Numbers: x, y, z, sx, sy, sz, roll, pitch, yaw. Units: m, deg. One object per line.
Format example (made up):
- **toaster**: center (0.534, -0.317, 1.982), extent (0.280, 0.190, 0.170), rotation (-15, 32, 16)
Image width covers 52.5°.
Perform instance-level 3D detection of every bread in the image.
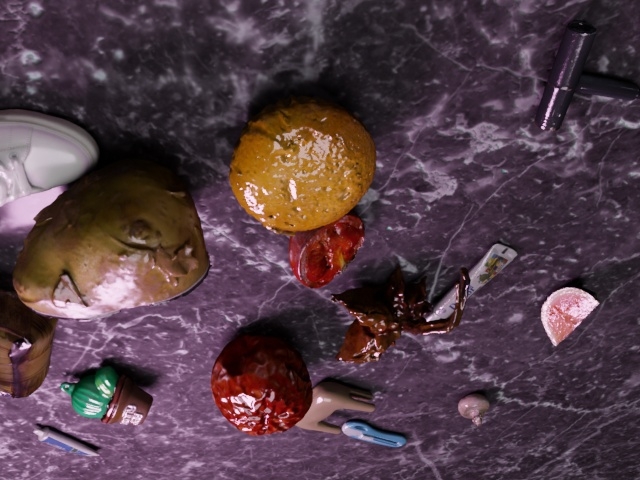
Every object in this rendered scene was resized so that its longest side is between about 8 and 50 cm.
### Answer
- **bread**: center (-0.027, -0.125, 1.019), extent (0.240, 0.139, 0.239), rotation (-5, 136, -5)

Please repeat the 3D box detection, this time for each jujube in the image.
- **jujube**: center (-0.128, 0.319, 1.419), extent (0.213, 0.213, 0.232), rotation (-20, 133, 11)

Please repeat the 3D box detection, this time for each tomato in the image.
- **tomato**: center (0.000, 0.000, 1.190), extent (0.159, 0.091, 0.139), rotation (-45, 141, -2)

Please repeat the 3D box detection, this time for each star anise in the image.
- **star anise**: center (0.161, 0.140, 1.315), extent (0.346, 0.148, 0.237), rotation (-30, 135, 34)

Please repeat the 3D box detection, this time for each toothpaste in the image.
- **toothpaste**: center (-0.648, 0.515, 1.650), extent (0.057, 0.034, 0.197), rotation (-14, 139, 29)
- **toothpaste**: center (0.308, 0.098, 1.374), extent (0.067, 0.037, 0.255), rotation (23, 124, -28)

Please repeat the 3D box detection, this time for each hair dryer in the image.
- **hair dryer**: center (0.454, -0.261, 1.028), extent (0.195, 0.050, 0.173), rotation (-6, 137, -9)

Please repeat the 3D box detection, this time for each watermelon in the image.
- **watermelon**: center (0.553, 0.149, 1.442), extent (0.069, 0.087, 0.163), rotation (-17, 147, -39)

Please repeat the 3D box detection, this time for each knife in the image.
- **knife**: center (0.151, 0.540, 1.797), extent (0.222, 0.031, 0.064), rotation (24, 123, -30)

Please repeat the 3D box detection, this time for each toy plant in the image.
- **toy plant**: center (-0.480, 0.347, 1.459), extent (0.200, 0.105, 0.142), rotation (24, 120, -15)

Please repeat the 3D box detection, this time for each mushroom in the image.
- **mushroom**: center (0.406, 0.447, 1.709), extent (0.085, 0.079, 0.085), rotation (-2, 136, -2)

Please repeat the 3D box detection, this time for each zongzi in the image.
- **zongzi**: center (-0.666, 0.171, 1.246), extent (0.300, 0.138, 0.286), rotation (22, 137, -10)

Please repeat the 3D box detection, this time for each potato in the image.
- **potato**: center (-0.338, -0.020, 1.019), extent (0.300, 0.246, 0.196), rotation (-12, 126, -6)

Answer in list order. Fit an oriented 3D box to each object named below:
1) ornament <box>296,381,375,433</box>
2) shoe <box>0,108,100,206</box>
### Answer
- **ornament**: center (-0.025, 0.429, 1.637), extent (0.245, 0.061, 0.230), rotation (22, 130, -29)
- **shoe**: center (-0.522, -0.091, 0.964), extent (0.363, 0.160, 0.131), rotation (-5, 137, -3)
